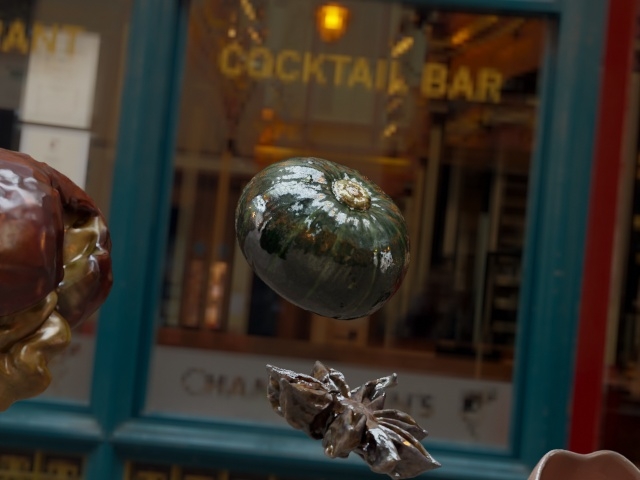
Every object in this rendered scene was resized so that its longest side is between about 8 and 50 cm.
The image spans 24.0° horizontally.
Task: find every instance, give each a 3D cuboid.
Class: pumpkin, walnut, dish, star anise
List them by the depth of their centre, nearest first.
[{"bbox_3d":[-0.303,0.035,1.173,0.269,0.244,0.222,-8,-34,4],"label":"walnut"},{"bbox_3d":[0.002,-0.003,1.362,0.167,0.167,0.125,7,-41,-23],"label":"pumpkin"},{"bbox_3d":[0.295,0.339,1.671,0.213,0.213,0.090,8,-37,-31],"label":"dish"},{"bbox_3d":[0.037,0.205,1.723,0.230,0.081,0.262,24,10,9],"label":"star anise"}]
